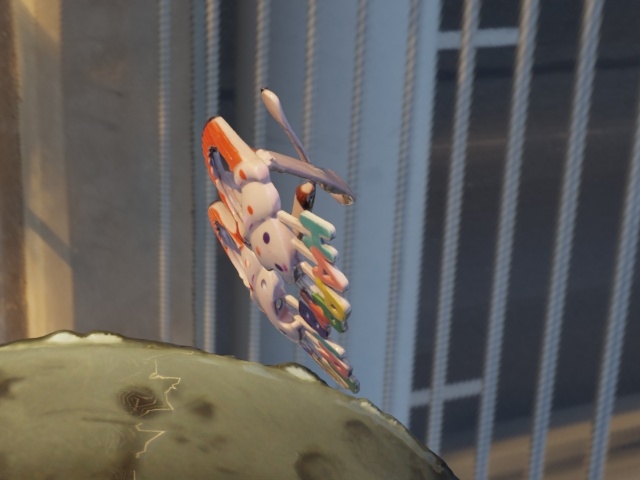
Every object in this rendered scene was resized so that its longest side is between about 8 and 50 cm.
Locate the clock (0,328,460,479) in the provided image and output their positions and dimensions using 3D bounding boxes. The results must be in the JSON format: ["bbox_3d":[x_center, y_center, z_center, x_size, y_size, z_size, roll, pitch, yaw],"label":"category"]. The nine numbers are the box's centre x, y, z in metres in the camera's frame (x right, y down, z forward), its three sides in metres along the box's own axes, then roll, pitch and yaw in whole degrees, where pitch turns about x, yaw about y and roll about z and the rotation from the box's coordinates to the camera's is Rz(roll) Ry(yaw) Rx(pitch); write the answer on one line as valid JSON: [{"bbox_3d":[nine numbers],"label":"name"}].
[{"bbox_3d":[-0.080,0.177,0.467,0.325,0.067,0.325,-3,125,-4],"label":"clock"}]

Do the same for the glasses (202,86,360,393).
[{"bbox_3d":[-0.002,0.008,0.848,0.095,0.162,0.255,-26,157,-9],"label":"glasses"}]
